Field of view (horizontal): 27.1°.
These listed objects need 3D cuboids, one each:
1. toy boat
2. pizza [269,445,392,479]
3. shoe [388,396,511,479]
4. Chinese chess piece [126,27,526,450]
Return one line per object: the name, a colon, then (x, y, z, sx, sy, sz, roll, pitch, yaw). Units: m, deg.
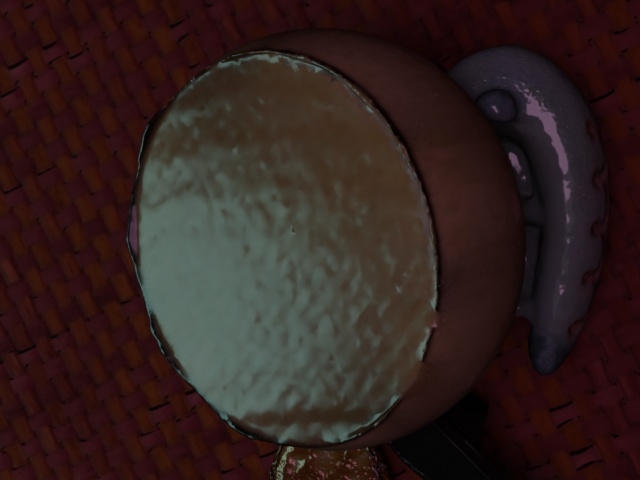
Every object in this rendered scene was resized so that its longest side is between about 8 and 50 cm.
toy boat: (0.111, -0.017, 0.829, 0.134, 0.079, 0.208, 9, 101, 18)
pizza: (0.003, 0.155, 0.913, 0.099, 0.029, 0.100, -27, 87, 26)
shoe: (0.097, 0.135, 0.866, 0.159, 0.053, 0.062, 43, 145, 27)
Chinese chess piece: (0.000, 0.000, 0.809, 0.257, 0.104, 0.257, 10, 105, 38)
